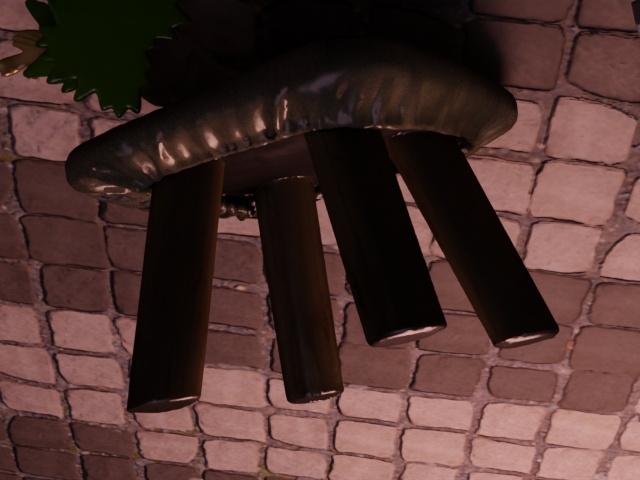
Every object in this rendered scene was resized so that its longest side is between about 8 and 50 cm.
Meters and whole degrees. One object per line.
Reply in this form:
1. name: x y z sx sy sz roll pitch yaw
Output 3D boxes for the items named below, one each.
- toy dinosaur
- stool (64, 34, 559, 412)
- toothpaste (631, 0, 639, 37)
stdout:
1. toy dinosaur: -0.146 -0.171 1.101 0.194 0.152 0.177 21 -179 -2
2. stool: 0.000 0.000 1.091 0.310 0.226 0.310 -20 165 30
3. toothpaste: 0.334 -0.189 1.023 0.194 0.043 0.067 -15 134 20
